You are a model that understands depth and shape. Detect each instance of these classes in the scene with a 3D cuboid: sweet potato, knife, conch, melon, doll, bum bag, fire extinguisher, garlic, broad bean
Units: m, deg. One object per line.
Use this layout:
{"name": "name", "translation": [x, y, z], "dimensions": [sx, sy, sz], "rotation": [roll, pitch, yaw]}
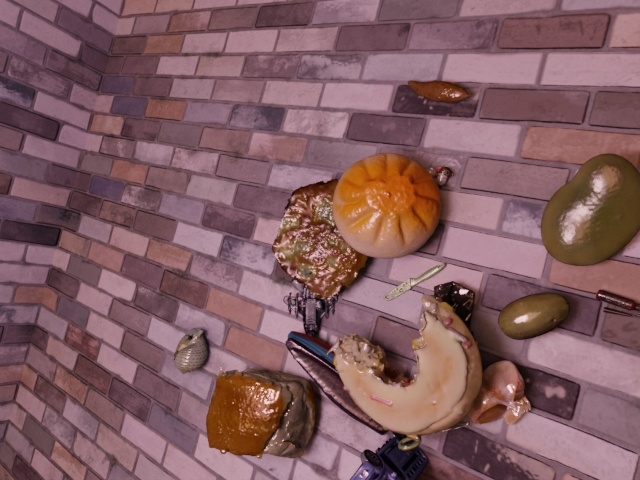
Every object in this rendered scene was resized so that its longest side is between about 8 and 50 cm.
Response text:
{"name": "sweet potato", "translation": [0.338, -0.432, 1.258], "dimensions": [0.206, 0.059, 0.068], "rotation": [25, 58, 32]}
{"name": "knife", "translation": [0.262, 0.116, 1.231], "dimensions": [0.207, 0.014, 0.030], "rotation": [-35, 68, 22]}
{"name": "conch", "translation": [-0.460, 0.398, 1.559], "dimensions": [0.135, 0.102, 0.153], "rotation": [7, 52, 42]}
{"name": "melon", "translation": [0.503, 0.176, 1.030], "dimensions": [0.162, 0.099, 0.099], "rotation": [-31, 68, 22]}
{"name": "doll", "translation": [0.329, -0.191, 1.232], "dimensions": [0.085, 0.040, 0.058], "rotation": [42, 114, 28]}
{"name": "bum bag", "translation": [0.347, 0.230, 1.131], "dimensions": [0.102, 0.069, 0.247], "rotation": [-1, 94, 16]}
{"name": "fire extinguisher", "translation": [0.670, 0.149, 0.975], "dimensions": [0.100, 0.032, 0.046], "rotation": [24, 83, 37]}
{"name": "garlic", "translation": [0.422, 0.375, 1.050], "dimensions": [0.174, 0.099, 0.124], "rotation": [-48, 48, 15]}
{"name": "broad bean", "translation": [0.628, -0.064, 1.002], "dimensions": [0.189, 0.121, 0.262], "rotation": [33, 114, 25]}

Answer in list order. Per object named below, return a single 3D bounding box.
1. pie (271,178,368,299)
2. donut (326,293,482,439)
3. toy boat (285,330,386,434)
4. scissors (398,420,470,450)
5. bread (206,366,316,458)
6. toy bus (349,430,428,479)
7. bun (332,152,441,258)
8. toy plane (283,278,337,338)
{"name": "pie", "translation": [0.016, -0.009, 1.302], "dimensions": [0.289, 0.103, 0.354], "rotation": [17, 89, 11]}
{"name": "donut", "translation": [0.229, 0.319, 1.084], "dimensions": [0.371, 0.150, 0.307], "rotation": [-34, 79, 29]}
{"name": "toy boat", "translation": [0.044, 0.395, 1.245], "dimensions": [0.392, 0.079, 0.136], "rotation": [38, 102, 16]}
{"name": "scissors", "translation": [0.283, 0.472, 1.106], "dimensions": [0.187, 0.133, 0.019], "rotation": [-19, 95, 9]}
{"name": "bread", "translation": [-0.165, 0.514, 1.293], "dimensions": [0.279, 0.225, 0.249], "rotation": [6, 83, 28]}
{"name": "toy bus", "translation": [0.158, 0.568, 1.055], "dimensions": [0.133, 0.292, 0.125], "rotation": [39, 102, 27]}
{"name": "bun", "translation": [0.176, -0.102, 1.169], "dimensions": [0.300, 0.165, 0.298], "rotation": [0, 78, 1]}
{"name": "toy plane", "translation": [-0.031, 0.239, 1.345], "dimensions": [0.170, 0.078, 0.246], "rotation": [-1, 83, 2]}
